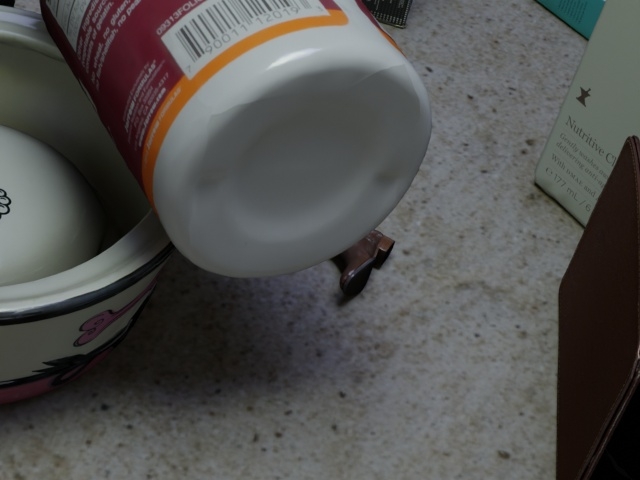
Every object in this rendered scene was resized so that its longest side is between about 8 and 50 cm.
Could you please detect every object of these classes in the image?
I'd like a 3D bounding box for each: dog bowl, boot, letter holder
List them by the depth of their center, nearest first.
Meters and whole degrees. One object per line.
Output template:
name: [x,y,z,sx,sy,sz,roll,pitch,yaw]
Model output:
dog bowl: [-0.308,-0.029,1.399,0.408,0.150,0.408,9,40,-8]
letter holder: [0.301,0.079,1.407,0.152,0.214,0.302,13,40,-2]
boot: [0.000,0.000,1.545,0.114,0.037,0.106,29,29,11]

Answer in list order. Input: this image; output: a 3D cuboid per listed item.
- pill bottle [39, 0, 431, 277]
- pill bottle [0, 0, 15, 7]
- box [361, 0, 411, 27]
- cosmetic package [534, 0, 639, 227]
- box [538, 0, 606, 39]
pill bottle: [-0.095,-0.174,1.345,0.224,0.224,0.392,-10,46,-26]
pill bottle: [-0.408,-0.288,1.687,0.123,0.123,0.219,-18,50,-33]
box: [0.112,-0.408,1.872,0.060,0.270,0.216,15,39,2]
cosmetic package: [0.373,-0.156,1.569,0.156,0.385,0.217,-18,49,-33]
box: [0.355,-0.263,1.939,0.100,0.060,0.244,-21,52,-36]
